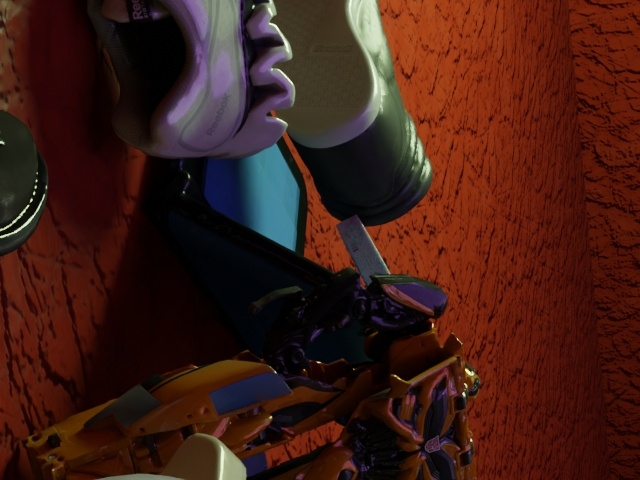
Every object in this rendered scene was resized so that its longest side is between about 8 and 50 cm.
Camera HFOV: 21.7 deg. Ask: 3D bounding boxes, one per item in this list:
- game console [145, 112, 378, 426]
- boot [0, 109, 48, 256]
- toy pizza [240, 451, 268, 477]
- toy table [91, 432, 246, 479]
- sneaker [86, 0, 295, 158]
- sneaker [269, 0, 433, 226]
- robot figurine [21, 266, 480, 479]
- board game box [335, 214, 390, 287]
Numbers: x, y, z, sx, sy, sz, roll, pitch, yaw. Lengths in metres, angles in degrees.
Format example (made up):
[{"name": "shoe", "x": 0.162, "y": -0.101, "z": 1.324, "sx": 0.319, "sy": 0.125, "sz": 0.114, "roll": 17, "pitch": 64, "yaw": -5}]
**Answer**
[{"name": "game console", "x": 0.000, "y": 0.000, "z": 1.230, "sx": 0.173, "sy": 0.250, "sz": 0.293, "roll": -55, "pitch": 151, "yaw": -15}, {"name": "boot", "x": -0.161, "y": -0.108, "z": 0.695, "sx": 0.263, "sy": 0.091, "sz": 0.229, "roll": -30, "pitch": 139, "yaw": -73}, {"name": "toy pizza", "x": -0.079, "y": 0.213, "z": 1.193, "sx": 0.201, "sy": 0.032, "sz": 0.201, "roll": -1, "pitch": 90, "yaw": -73}, {"name": "toy table", "x": -0.084, "y": 0.215, "z": 0.823, "sx": 0.252, "sy": 0.161, "sz": 0.274, "roll": -43, "pitch": 117, "yaw": -26}, {"name": "sneaker", "x": -0.091, "y": -0.191, "z": 1.037, "sx": 0.118, "sy": 0.110, "sz": 0.292, "roll": -15, "pitch": 99, "yaw": -49}, {"name": "sneaker", "x": 0.013, "y": -0.128, "z": 1.281, "sx": 0.295, "sy": 0.105, "sz": 0.147, "roll": -98, "pitch": 168, "yaw": -46}, {"name": "robot figurine", "x": -0.022, "y": 0.138, "z": 1.011, "sx": 0.085, "sy": 0.291, "sz": 0.211, "roll": 38, "pitch": -38, "yaw": 55}, {"name": "board game box", "x": 0.045, "y": 0.035, "z": 1.219, "sx": 0.090, "sy": 0.020, "sz": 0.090, "roll": 61, "pitch": 0, "yaw": 20}]
